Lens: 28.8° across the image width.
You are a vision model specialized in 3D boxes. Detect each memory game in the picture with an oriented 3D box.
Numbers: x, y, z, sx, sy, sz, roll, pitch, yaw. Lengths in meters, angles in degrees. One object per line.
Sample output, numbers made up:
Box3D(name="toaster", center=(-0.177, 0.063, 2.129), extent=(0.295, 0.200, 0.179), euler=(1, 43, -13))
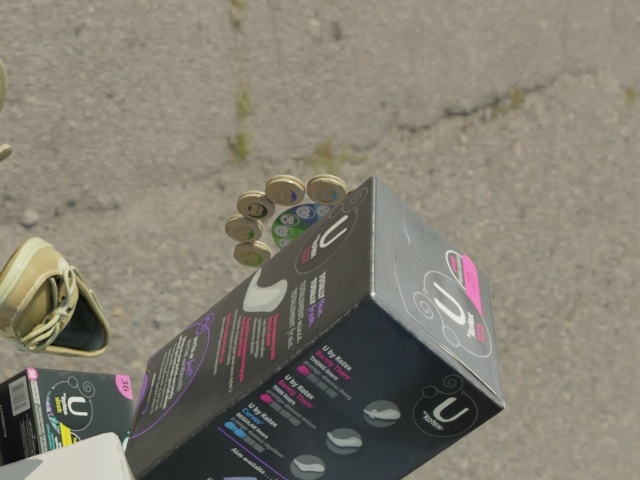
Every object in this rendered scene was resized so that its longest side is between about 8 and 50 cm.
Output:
Box3D(name="memory game", center=(0.000, 0.000, 1.185), extent=(0.186, 0.186, 0.012), euler=(53, 33, -43))

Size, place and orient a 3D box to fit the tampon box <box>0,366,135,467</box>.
Box3D(name="tampon box", center=(-0.306, 0.226, 1.479), extent=(0.161, 0.101, 0.120), euler=(12, 57, -50))

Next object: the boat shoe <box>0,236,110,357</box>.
Box3D(name="boat shoe", center=(-0.144, 0.038, 0.674), extent=(0.056, 0.048, 0.153), euler=(-58, 176, -13))

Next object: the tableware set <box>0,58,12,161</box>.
Box3D(name="tableware set", center=(-0.267, -0.056, 0.725), extent=(0.194, 0.039, 0.128), euler=(-41, 155, -34))

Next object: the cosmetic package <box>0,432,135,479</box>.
Box3D(name="cosmetic package", center=(-0.169, 0.326, 0.835), extent=(0.197, 0.155, 0.365), euler=(-16, 130, -7))

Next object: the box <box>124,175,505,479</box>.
Box3D(name="box", center=(-0.008, 0.109, 0.962), extent=(0.143, 0.270, 0.165), euler=(40, 27, -22))
